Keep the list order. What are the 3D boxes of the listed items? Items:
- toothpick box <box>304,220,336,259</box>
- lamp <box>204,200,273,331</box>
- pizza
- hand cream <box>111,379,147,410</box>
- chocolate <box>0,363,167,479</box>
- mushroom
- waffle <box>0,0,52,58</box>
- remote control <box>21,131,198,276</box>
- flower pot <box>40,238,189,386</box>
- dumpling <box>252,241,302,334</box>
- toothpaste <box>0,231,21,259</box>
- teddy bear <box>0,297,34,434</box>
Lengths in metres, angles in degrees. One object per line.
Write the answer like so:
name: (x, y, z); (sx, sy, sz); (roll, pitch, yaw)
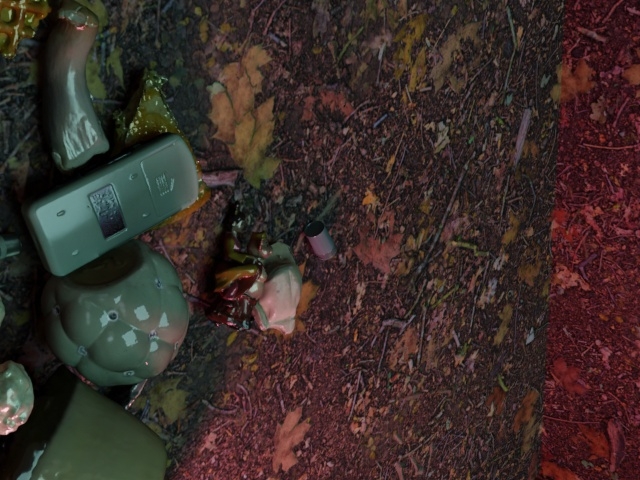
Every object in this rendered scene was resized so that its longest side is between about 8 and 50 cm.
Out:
toothpick box: (0.000, 0.000, 1.912); (0.052, 0.052, 0.083); (-51, 138, -22)
lamp: (-0.158, 0.055, 1.691); (0.118, 0.118, 0.253); (19, 83, -53)
pizza: (-0.294, -0.156, 1.455); (0.279, 0.075, 0.288); (-12, 112, -48)
hand cream: (-0.391, 0.312, 1.559); (0.248, 0.075, 0.052); (-56, 136, -22)
chocolate: (-0.386, 0.396, 1.312); (0.314, 0.297, 0.326); (-56, -176, 7)
mushroom: (-0.382, -0.228, 1.288); (0.099, 0.096, 0.278); (-27, 126, -53)
waffle: (-0.467, -0.376, 1.155); (0.243, 0.058, 0.238); (-50, 142, -20)
remote control: (-0.327, -0.067, 1.347); (0.296, 0.056, 0.140); (-34, 128, -32)
flower pot: (-0.339, 0.113, 1.387); (0.246, 0.246, 0.195); (-38, 137, -35)
dumpling: (-0.104, 0.104, 1.788); (0.136, 0.118, 0.199); (-3, 81, -36)
toothpaste: (-0.560, 0.029, 1.235); (0.239, 0.039, 0.062); (-17, 115, -44)
teddy bear: (-0.624, 0.211, 1.029); (0.375, 0.327, 0.362); (-31, 163, 12)
